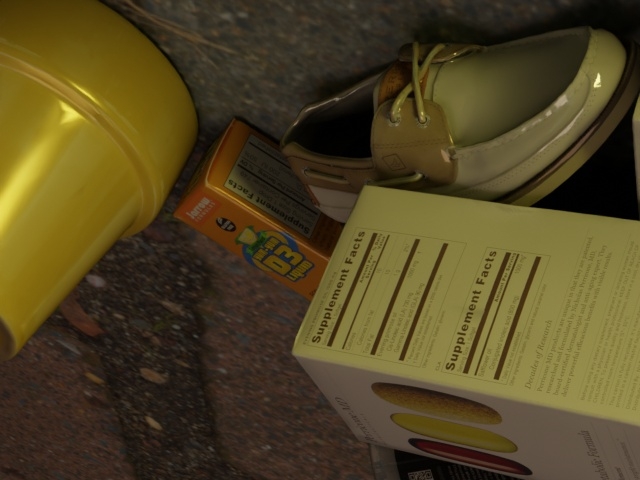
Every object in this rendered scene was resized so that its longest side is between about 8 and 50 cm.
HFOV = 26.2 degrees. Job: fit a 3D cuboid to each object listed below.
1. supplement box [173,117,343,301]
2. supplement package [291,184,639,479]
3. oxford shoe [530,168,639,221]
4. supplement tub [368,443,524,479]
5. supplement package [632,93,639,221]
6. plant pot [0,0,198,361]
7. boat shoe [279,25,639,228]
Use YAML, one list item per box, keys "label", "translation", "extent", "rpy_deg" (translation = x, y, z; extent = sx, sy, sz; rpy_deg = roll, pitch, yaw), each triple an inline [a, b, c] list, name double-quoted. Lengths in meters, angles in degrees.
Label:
- label: "supplement box"
  translation: [0.000, 0.000, 1.131]
  extent: [0.233, 0.080, 0.078]
  rpy_deg: [33, 146, -10]
- label: "supplement package"
  translation: [0.130, 0.068, 0.877]
  extent: [0.244, 0.134, 0.139]
  rpy_deg: [8, 151, 30]
- label: "oxford shoe"
  translation: [0.166, -0.005, 1.022]
  extent: [0.227, 0.083, 0.096]
  rpy_deg: [-6, 175, 25]
- label: "supplement tub"
  translation: [0.210, 0.145, 1.078]
  extent: [0.207, 0.207, 0.338]
  rpy_deg: [38, 148, -21]
- label: "supplement package"
  translation: [0.258, -0.047, 0.849]
  extent: [0.105, 0.105, 0.179]
  rpy_deg: [10, 146, 24]
- label: "plant pot"
  translation: [-0.257, -0.044, 1.087]
  extent: [0.254, 0.239, 0.254]
  rpy_deg: [17, 149, 11]
- label: "boat shoe"
  translation: [0.079, -0.076, 0.923]
  extent: [0.103, 0.113, 0.302]
  rpy_deg: [35, 146, -22]
